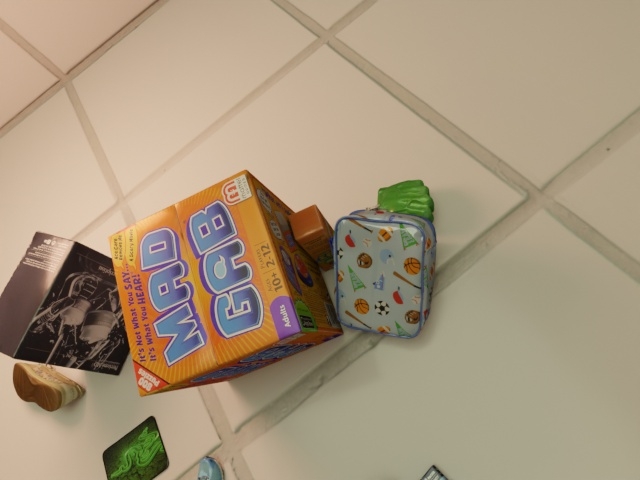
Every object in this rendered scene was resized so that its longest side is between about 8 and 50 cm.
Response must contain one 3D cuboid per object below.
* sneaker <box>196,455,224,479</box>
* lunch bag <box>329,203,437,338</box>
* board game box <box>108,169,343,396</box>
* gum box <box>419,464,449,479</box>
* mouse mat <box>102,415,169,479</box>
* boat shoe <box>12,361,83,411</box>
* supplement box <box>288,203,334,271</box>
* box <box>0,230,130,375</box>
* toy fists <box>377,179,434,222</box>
[{"bbox_3d":[-0.277,0.606,0.987,0.063,0.073,0.162,-12,62,16],"label":"sneaker"},{"bbox_3d":[0.140,0.069,0.977,0.243,0.115,0.303,7,106,26],"label":"lunch bag"},{"bbox_3d":[-0.203,0.117,0.988,0.356,0.356,0.356,-24,71,9],"label":"board game box"},{"bbox_3d":[0.244,0.578,0.814,0.184,0.041,0.157,39,85,31],"label":"gum box"},{"bbox_3d":[-0.505,0.594,1.123,0.189,0.007,0.153,-37,58,1],"label":"mouse mat"},{"bbox_3d":[-0.863,0.451,1.296,0.285,0.089,0.105,14,98,29],"label":"boat shoe"},{"bbox_3d":[0.000,0.000,1.072,0.078,0.233,0.080,-24,63,9],"label":"supplement box"},{"bbox_3d":[-0.693,0.192,1.191,0.179,0.343,0.313,11,71,25],"label":"box"},{"bbox_3d":[0.229,-0.027,1.078,0.142,0.096,0.279,-7,66,28],"label":"toy fists"}]
